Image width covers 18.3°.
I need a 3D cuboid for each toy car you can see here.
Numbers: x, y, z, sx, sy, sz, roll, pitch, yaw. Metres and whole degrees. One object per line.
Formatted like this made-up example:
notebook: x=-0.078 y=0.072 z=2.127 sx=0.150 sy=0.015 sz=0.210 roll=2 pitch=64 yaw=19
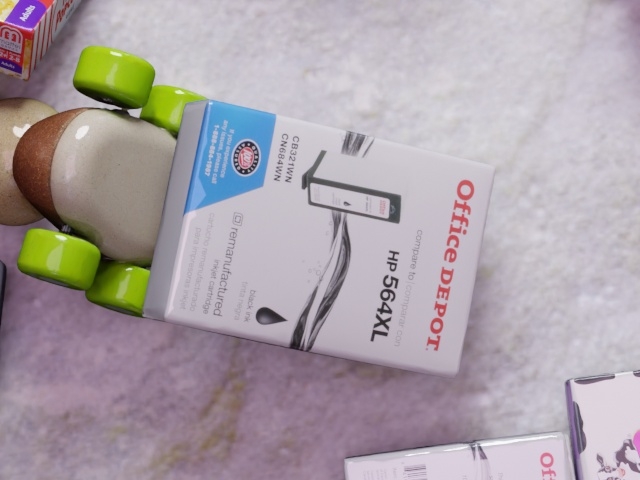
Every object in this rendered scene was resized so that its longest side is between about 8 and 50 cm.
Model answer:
toy car: x=-0.190 y=-0.047 z=1.357 sx=0.188 sy=0.149 sz=0.155 roll=10 pitch=79 yaw=33

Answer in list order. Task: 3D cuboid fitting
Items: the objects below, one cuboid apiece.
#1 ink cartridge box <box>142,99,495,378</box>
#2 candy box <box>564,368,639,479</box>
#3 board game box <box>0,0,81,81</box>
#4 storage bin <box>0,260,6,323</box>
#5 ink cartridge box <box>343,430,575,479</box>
ink cartridge box: x=0.000 y=0.000 z=1.308 sx=0.203 sy=0.086 sz=0.148 roll=11 pitch=87 yaw=-15
candy box: x=0.269 y=0.160 z=1.316 sx=0.196 sy=0.070 sz=0.165 roll=-8 pitch=85 yaw=3
board game box: x=-0.259 y=-0.193 z=1.351 sx=0.193 sy=0.045 sz=0.147 roll=18 pitch=42 yaw=5
storage bin: x=-0.265 y=0.061 z=1.355 sx=0.091 sy=0.098 sz=0.135 roll=5 pitch=86 yaw=-6
ink cartridge box: x=0.097 y=0.190 z=1.329 sx=0.150 sy=0.063 sz=0.109 roll=-7 pitch=85 yaw=3
